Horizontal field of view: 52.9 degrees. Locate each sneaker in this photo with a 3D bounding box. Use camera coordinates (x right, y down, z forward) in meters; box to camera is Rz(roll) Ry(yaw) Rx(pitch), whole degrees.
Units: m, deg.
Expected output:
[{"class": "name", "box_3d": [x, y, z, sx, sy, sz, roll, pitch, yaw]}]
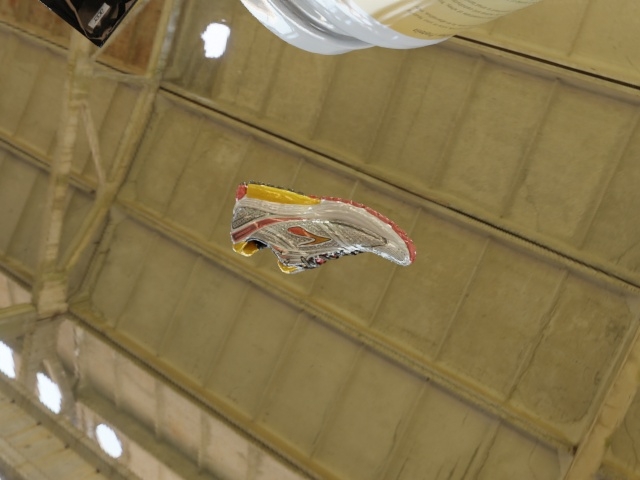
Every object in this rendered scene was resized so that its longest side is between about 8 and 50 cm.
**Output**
[{"class": "sneaker", "box_3d": [0.000, 0.000, 0.730, 0.225, 0.088, 0.092, 11, -98, 24]}]

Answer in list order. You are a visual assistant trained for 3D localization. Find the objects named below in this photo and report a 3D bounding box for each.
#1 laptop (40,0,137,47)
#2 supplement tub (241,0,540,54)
[{"class": "laptop", "box_3d": [-0.276, -0.388, 0.814, 0.234, 0.136, 0.264, -51, -150, 1]}, {"class": "supplement tub", "box_3d": [0.092, -0.246, 0.367, 0.316, 0.228, 0.228, -8, -86, 48]}]
